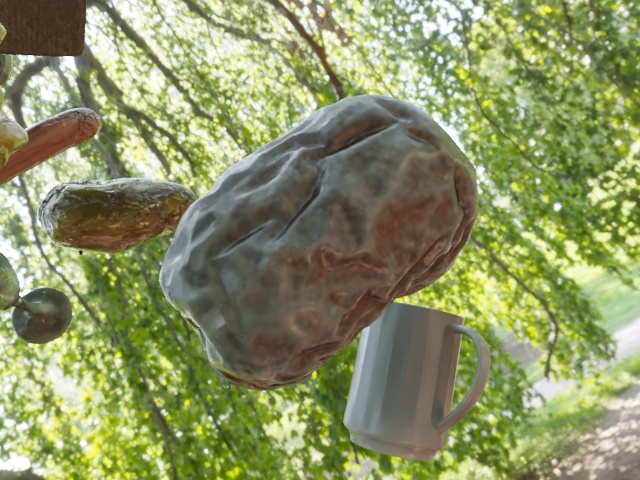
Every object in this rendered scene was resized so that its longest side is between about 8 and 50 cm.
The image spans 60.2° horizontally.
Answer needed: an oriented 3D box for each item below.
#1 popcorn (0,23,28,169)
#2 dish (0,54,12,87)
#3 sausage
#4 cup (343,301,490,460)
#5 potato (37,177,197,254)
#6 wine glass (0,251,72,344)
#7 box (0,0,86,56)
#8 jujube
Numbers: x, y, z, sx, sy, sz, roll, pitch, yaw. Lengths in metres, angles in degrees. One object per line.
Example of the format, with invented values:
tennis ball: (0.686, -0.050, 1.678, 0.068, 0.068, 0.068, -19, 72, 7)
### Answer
popcorn: (-0.318, -0.090, 0.357, 0.250, 0.190, 0.250, -25, 23, 12)
dish: (-0.733, -0.391, 1.253, 0.141, 0.141, 0.078, -41, -16, 16)
sausage: (-0.689, -0.199, 1.271, 0.419, 0.094, 0.094, -42, 6, -34)
cup: (0.224, 0.319, 1.257, 0.323, 0.326, 0.237, 1, -15, 45)
potato: (-0.386, -0.052, 1.068, 0.296, 0.141, 0.191, -9, 16, -16)
wine glass: (-0.434, -0.001, 0.810, 0.096, 0.264, 0.309, 12, -20, -2)
box: (-0.534, -0.480, 0.977, 0.184, 0.143, 0.273, -25, -48, -52)
jujube: (0.000, 0.000, 0.537, 0.317, 0.226, 0.226, -40, -18, -13)
